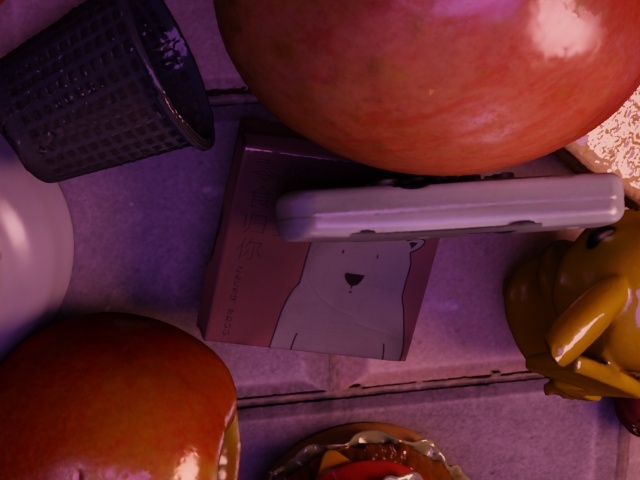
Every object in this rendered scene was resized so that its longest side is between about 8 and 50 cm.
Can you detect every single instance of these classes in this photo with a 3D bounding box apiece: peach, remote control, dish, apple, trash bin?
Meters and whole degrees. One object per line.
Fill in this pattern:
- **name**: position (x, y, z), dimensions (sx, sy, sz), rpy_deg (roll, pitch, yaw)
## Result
- **peach**: position (-0.216, 0.190, 1.273), dimensions (0.274, 0.248, 0.245), rpy_deg (3, 77, 2)
- **remote control**: position (0.108, -0.029, 1.175), dimensions (0.296, 0.140, 0.056), rpy_deg (-3, 88, -8)
- **dish**: position (-0.386, 0.022, 1.228), dimensions (0.316, 0.106, 0.316), rpy_deg (-4, 112, -10)
- **apple**: position (0.084, -0.223, 1.091), dimensions (0.364, 0.364, 0.364), rpy_deg (-4, 113, -9)
- **trash bin**: position (-0.199, -0.131, 1.181), dimensions (0.161, 0.175, 0.175), rpy_deg (-24, 115, 11)

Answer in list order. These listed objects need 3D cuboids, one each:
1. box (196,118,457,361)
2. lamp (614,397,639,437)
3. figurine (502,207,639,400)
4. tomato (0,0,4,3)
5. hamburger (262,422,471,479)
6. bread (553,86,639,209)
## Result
- **box**: position (0.000, 0.000, 1.295), dimensions (0.215, 0.086, 0.215), rpy_deg (7, 115, -13)
- **lamp**: position (0.372, 0.180, 1.450), dimensions (0.101, 0.090, 0.101), rpy_deg (14, 144, 11)
- **figurine**: position (0.276, 0.067, 1.262), dimensions (0.218, 0.327, 0.169), rpy_deg (-7, 77, -9)
- **tomato**: position (-0.314, -0.295, 1.057), dimensions (0.188, 0.232, 0.232), rpy_deg (4, 112, 5)
- **hamburger**: position (0.052, 0.342, 1.385), dimensions (0.274, 0.212, 0.274), rpy_deg (-4, 112, -9)
- **bread**: position (0.347, -0.163, 1.284), dimensions (0.184, 0.114, 0.275), rpy_deg (35, 94, -22)
